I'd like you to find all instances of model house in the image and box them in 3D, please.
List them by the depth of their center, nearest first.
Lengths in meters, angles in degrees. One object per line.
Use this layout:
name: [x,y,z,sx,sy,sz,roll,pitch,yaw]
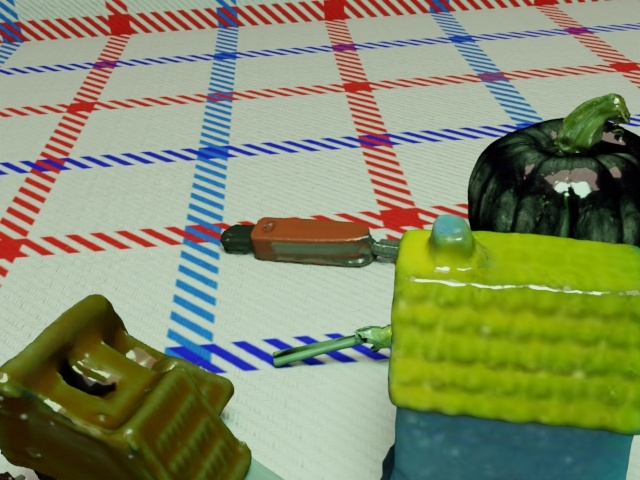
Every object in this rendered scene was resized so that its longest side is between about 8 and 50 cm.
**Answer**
model house: [0.182,0.117,0.752,0.237,0.303,0.215,4,38,10]
model house: [-0.176,0.175,0.789,0.239,0.173,0.268,26,28,4]

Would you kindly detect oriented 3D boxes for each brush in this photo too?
brush: [0.000,-0.001,1.192,0.323,0.051,0.070,4,29,13]

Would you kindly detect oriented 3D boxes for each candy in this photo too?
candy: [0.065,0.121,0.952,0.262,0.077,0.073,-15,58,11]

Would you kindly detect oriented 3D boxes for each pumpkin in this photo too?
pumpkin: [0.348,-0.080,1.077,0.296,0.295,0.296,-3,31,2]

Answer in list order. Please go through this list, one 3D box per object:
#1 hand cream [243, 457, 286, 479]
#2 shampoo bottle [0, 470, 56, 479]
hand cream: [-0.039,0.276,0.733,0.321,0.067,0.109,19,38,41]
shampoo bottle: [-0.375,0.280,0.745,0.236,0.068,0.067,-27,28,-31]
